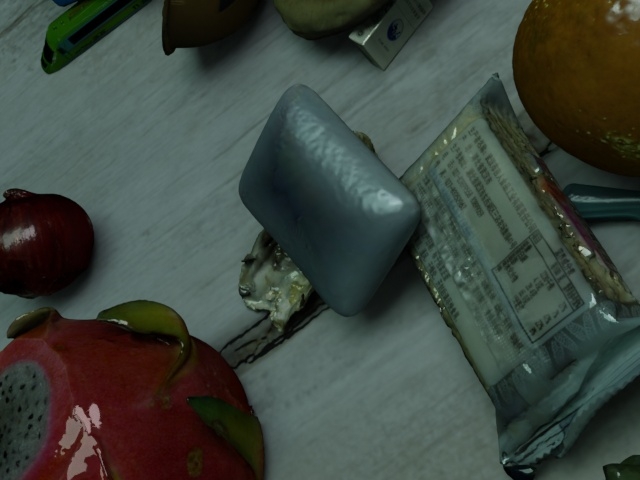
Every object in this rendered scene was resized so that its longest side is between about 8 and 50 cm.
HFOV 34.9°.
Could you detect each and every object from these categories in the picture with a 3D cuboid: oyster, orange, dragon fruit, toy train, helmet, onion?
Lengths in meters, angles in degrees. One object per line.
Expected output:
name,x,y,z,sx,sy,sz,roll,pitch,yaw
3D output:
oyster,-0.003,0.000,0.970,0.200,0.061,0.106,-41,65,15
orange,0.238,-0.132,0.762,0.179,0.237,0.158,37,80,-7
dragon fruit,-0.210,0.186,0.914,0.290,0.189,0.291,-12,63,25
toy train,-0.279,-0.282,1.260,0.209,0.042,0.044,-33,55,14
helmet,-0.115,-0.314,1.102,0.130,0.198,0.224,-4,71,-5
onion,-0.313,0.002,1.101,0.131,0.131,0.131,-13,63,26

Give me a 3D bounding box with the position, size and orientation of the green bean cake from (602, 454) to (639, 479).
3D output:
green bean cake,0.290,0.208,0.571,0.255,0.241,0.132,-5,62,30

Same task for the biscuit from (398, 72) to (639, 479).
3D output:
biscuit,0.149,0.019,0.828,0.186,0.079,0.309,-50,49,28

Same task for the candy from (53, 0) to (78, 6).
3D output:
candy,-0.256,-0.447,1.253,0.157,0.100,0.306,-7,58,36

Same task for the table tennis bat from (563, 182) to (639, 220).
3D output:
table tennis bat,0.290,-0.026,0.809,0.201,0.033,0.124,4,63,30

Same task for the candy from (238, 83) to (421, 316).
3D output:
candy,0.004,-0.036,0.890,0.174,0.071,0.138,48,129,25

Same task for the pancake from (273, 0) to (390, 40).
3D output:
pancake,0.051,-0.334,1.046,0.294,0.049,0.295,-28,43,30

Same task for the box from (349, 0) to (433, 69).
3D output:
box,0.071,-0.218,1.013,0.024,0.054,0.083,38,91,33
